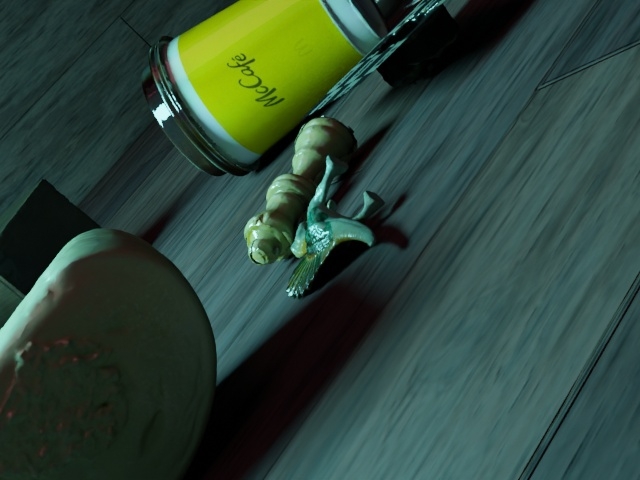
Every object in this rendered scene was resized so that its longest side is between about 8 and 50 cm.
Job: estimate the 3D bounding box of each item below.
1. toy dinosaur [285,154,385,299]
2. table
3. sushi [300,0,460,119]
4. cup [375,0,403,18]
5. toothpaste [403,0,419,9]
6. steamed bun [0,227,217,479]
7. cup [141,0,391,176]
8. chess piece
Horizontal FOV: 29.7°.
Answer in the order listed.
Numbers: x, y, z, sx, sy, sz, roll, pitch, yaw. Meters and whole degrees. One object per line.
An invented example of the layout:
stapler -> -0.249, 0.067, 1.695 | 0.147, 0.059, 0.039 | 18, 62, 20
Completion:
toy dinosaur -> 0.003, 0.002, 0.928 | 0.106, 0.044, 0.187 | -55, 23, 19
table -> -0.395, 0.061, 1.629 | 0.193, 0.172, 0.169 | -31, 23, 41
sushi -> 0.086, -0.174, 1.141 | 0.192, 0.050, 0.215 | -45, 8, -11
cup -> 0.078, -0.408, 1.606 | 0.200, 0.192, 0.252 | -30, 50, 39
toothpaste -> 0.200, -0.336, 1.279 | 0.301, 0.048, 0.075 | -33, 29, 48
steamed bun -> -0.171, 0.119, 0.854 | 0.250, 0.155, 0.200 | -55, 12, -8
cup -> -0.063, -0.209, 1.432 | 0.280, 0.196, 0.196 | -32, 18, 18
chess piece -> -0.021, -0.040, 1.077 | 0.060, 0.060, 0.172 | -33, 22, 44
